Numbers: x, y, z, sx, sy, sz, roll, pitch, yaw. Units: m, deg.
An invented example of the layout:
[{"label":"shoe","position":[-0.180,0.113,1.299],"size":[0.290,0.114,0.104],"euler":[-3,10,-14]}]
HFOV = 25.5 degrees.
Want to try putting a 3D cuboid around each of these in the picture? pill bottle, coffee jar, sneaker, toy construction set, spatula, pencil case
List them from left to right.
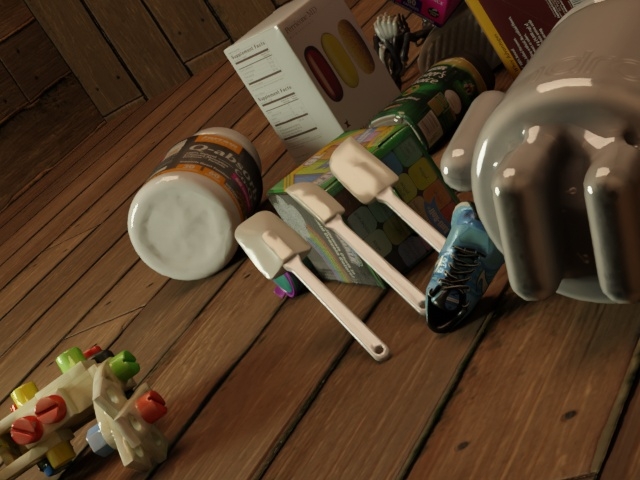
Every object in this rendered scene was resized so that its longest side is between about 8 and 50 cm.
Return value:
[{"label":"toy construction set","position":[-0.299,0.203,1.486],"size":[0.327,0.151,0.215],"euler":[-21,-7,16]},{"label":"pill bottle","position":[-0.172,-0.063,2.059],"size":[0.162,0.162,0.278],"euler":[-29,16,18]},{"label":"pencil case","position":[0.000,0.000,1.679],"size":[0.151,0.064,0.070],"euler":[-41,-22,-23]},{"label":"spatula","position":[0.038,0.011,1.399],"size":[0.168,0.019,0.242],"euler":[-36,54,-12]},{"label":"coffee jar","position":[0.154,-0.184,1.918],"size":[0.184,0.079,0.096],"euler":[-43,17,-34]},{"label":"sneaker","position":[0.129,0.030,1.247],"size":[0.162,0.063,0.073],"euler":[101,-166,-54]},{"label":"sneaker","position":[0.300,-0.362,2.070],"size":[0.365,0.135,0.150],"euler":[-27,20,21]}]

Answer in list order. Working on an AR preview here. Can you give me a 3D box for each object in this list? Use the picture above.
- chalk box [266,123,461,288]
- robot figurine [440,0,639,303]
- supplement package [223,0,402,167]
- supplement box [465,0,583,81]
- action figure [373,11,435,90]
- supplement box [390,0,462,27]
[{"label":"chalk box","position":[0.060,-0.039,1.545],"size":[0.132,0.132,0.213],"euler":[-38,16,-19]},{"label":"robot figurine","position":[0.249,-0.085,1.155],"size":[0.299,0.200,0.353],"euler":[4,32,25]},{"label":"supplement package","position":[0.003,-0.218,2.020],"size":[0.134,0.244,0.139],"euler":[-15,24,51]},{"label":"supplement box","position":[0.310,-0.338,1.860],"size":[0.194,0.191,0.129],"euler":[-17,23,47]},{"label":"action figure","position":[0.087,-0.305,2.339],"size":[0.164,0.141,0.275],"euler":[-5,28,39]},{"label":"supplement box","position":[0.163,-0.421,1.966],"size":[0.114,0.111,0.220],"euler":[-53,-15,-29]}]
